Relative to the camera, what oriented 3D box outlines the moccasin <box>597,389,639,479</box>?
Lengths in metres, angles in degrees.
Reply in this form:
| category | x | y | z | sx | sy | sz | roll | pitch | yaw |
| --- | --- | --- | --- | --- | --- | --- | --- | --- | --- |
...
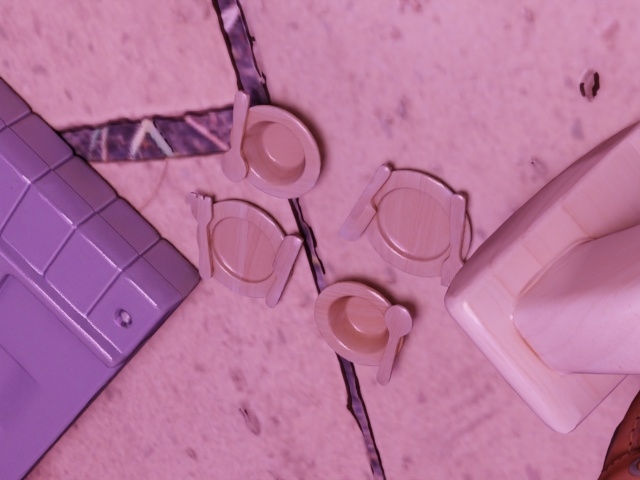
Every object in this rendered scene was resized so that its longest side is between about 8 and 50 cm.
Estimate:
| category | x | y | z | sx | sy | sz | roll | pitch | yaw |
| --- | --- | --- | --- | --- | --- | --- | --- | --- | --- |
| moccasin | 0.298 | 0.132 | 0.496 | 0.380 | 0.147 | 0.139 | 14 | 118 | 25 |

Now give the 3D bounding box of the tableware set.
| category | x | y | z | sx | sy | sz | roll | pitch | yaw |
| --- | --- | --- | --- | --- | --- | --- | --- | --- | --- |
| tableware set | 0.000 | 0.000 | 0.688 | 0.168 | 0.020 | 0.141 | 29 | 130 | 14 |

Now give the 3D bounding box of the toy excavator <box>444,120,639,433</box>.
| category | x | y | z | sx | sy | sz | roll | pitch | yaw |
| --- | --- | --- | --- | --- | --- | --- | --- | --- | --- |
| toy excavator | 0.219 | -0.056 | 0.355 | 0.445 | 0.433 | 0.222 | -38 | 96 | 14 |

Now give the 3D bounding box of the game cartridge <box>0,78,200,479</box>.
| category | x | y | z | sx | sy | sz | roll | pitch | yaw |
| --- | --- | --- | --- | --- | --- | --- | --- | --- | --- |
| game cartridge | -0.253 | 0.049 | 0.856 | 0.230 | 0.068 | 0.355 | 41 | 132 | -3 |
